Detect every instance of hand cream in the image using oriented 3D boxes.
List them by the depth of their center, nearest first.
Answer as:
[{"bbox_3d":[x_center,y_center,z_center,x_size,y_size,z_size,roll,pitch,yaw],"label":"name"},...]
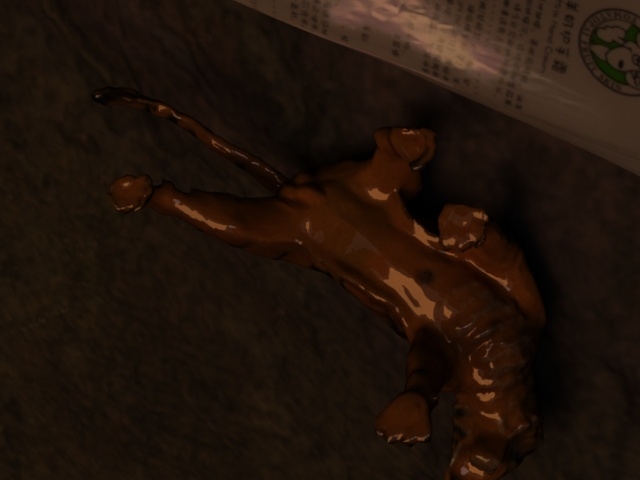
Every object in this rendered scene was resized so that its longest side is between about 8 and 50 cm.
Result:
[{"bbox_3d":[0.019,-0.122,0.806,0.336,0.076,0.121,24,137,18],"label":"hand cream"}]

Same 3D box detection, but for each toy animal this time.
[{"bbox_3d":[0.006,-0.006,0.882,0.255,0.114,0.116,41,180,17],"label":"toy animal"}]
